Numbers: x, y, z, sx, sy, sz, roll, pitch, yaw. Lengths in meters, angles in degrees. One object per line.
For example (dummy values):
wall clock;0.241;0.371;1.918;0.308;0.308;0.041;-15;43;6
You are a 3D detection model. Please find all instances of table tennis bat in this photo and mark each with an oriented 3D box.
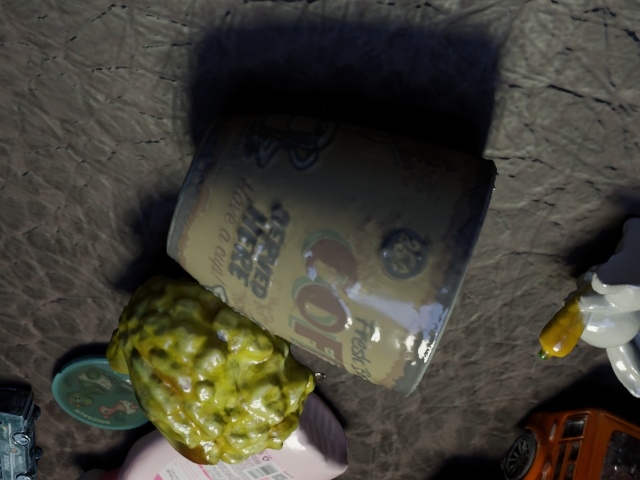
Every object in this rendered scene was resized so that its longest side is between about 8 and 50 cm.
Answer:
table tennis bat;-0.222;0.148;1.502;0.124;0.033;0.201;23;135;-17

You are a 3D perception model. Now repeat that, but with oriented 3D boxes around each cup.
cup;0.000;0.000;1.261;0.257;0.227;0.301;22;161;2

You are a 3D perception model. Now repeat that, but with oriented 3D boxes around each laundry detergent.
laundry detergent;-0.139;0.263;1.561;0.335;0.087;0.159;-23;128;25

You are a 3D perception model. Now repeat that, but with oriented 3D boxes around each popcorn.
popcorn;-0.110;0.120;1.358;0.169;0.189;0.218;-34;121;-12

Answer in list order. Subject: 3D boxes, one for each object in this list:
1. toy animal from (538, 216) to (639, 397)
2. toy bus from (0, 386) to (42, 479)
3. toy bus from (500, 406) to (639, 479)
toy animal;0.293;0.083;1.339;0.127;0.131;0.181;25;144;12
toy bus;-0.362;0.238;1.585;0.065;0.047;0.166;9;133;2
toy bus;0.263;0.349;1.431;0.143;0.329;0.153;27;156;-18
